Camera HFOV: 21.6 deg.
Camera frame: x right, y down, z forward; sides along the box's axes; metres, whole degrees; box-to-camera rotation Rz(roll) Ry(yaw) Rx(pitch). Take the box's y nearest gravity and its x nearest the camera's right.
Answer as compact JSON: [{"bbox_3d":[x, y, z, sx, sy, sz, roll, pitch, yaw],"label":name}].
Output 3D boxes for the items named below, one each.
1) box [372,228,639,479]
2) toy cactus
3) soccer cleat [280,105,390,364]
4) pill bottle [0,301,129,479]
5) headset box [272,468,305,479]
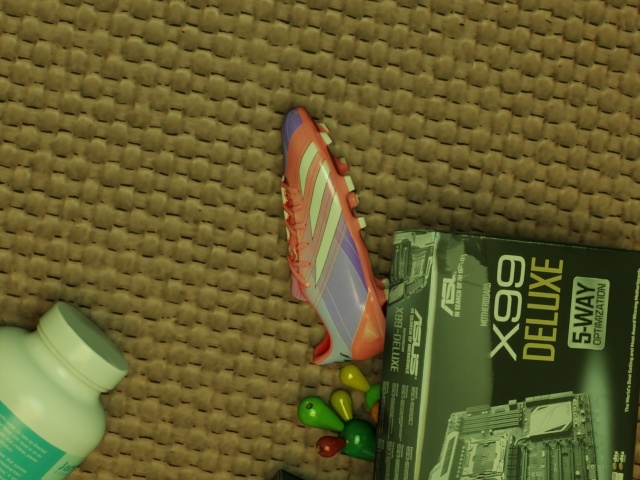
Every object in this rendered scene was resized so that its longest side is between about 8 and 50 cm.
[{"bbox_3d":[0.173,0.150,1.525,0.242,0.076,0.307,6,88,-28],"label":"box"},{"bbox_3d":[0.091,0.192,1.595,0.219,0.112,0.180,-6,113,-15],"label":"toy cactus"},{"bbox_3d":[0.000,0.000,1.548,0.095,0.083,0.248,-20,106,3],"label":"soccer cleat"},{"bbox_3d":[-0.296,0.179,1.519,0.146,0.146,0.264,44,96,-13],"label":"pill bottle"},{"bbox_3d":[0.002,0.373,1.592,0.218,0.110,0.293,27,107,-11],"label":"headset box"}]
